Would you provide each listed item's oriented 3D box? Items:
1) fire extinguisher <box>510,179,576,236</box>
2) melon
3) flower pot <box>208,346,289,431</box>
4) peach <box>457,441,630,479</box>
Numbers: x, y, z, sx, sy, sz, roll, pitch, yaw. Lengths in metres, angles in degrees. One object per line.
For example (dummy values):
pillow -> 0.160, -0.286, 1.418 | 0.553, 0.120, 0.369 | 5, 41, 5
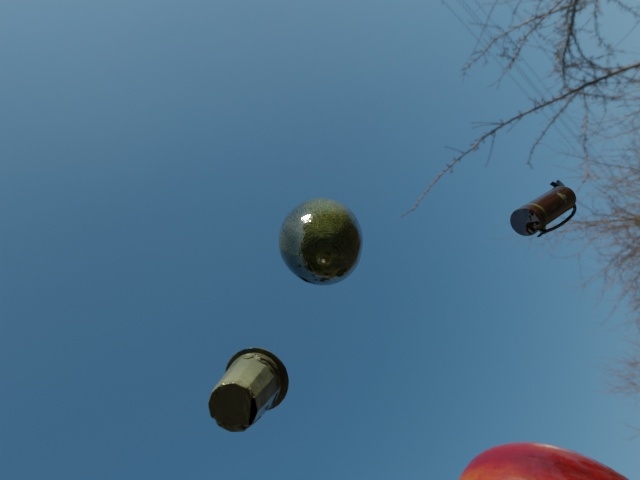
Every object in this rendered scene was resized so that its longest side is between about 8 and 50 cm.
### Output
fire extinguisher -> 0.347, -0.050, 0.621 | 0.158, 0.043, 0.064 | -23, -111, -34
melon -> 0.000, 0.000, 0.552 | 0.114, 0.167, 0.114 | 0, -71, -1
flower pot -> -0.215, 0.450, 1.207 | 0.213, 0.202, 0.212 | 1, -84, 8
peach -> 0.409, 0.524, 0.659 | 0.389, 0.388, 0.387 | 0, -90, -34
